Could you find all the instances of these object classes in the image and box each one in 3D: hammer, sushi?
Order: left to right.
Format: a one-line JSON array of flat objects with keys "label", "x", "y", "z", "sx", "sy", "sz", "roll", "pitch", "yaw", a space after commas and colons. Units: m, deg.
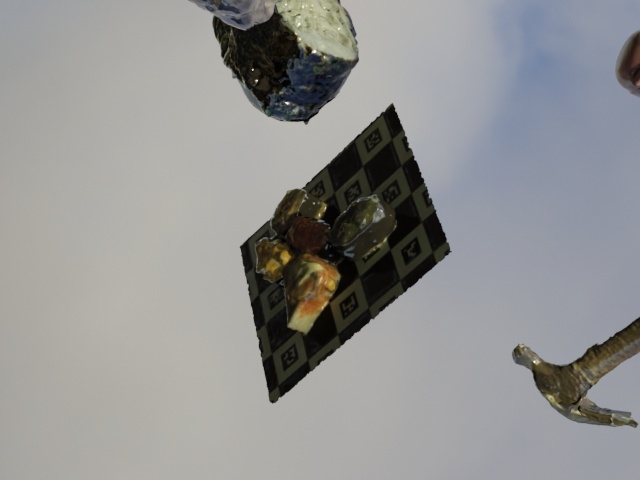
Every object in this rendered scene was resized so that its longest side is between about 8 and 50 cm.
[{"label": "sushi", "x": -0.046, "y": -0.234, "z": 1.492, "sx": 0.127, "sy": 0.124, "sz": 0.225, "roll": -50, "pitch": -137, "yaw": 34}, {"label": "sushi", "x": 0.000, "y": 0.000, "z": 1.956, "sx": 0.359, "sy": 0.064, "sz": 0.343, "roll": -42, "pitch": -142, "yaw": 23}, {"label": "hammer", "x": 0.299, "y": 0.058, "z": 1.136, "sx": 0.297, "sy": 0.125, "sz": 0.027, "roll": -43, "pitch": -171, "yaw": 31}]

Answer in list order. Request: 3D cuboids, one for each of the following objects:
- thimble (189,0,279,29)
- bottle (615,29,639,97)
[{"label": "thimble", "x": -0.049, "y": -0.218, "z": 0.872, "sx": 0.150, "sy": 0.098, "sz": 0.150, "roll": -57, "pitch": 176, "yaw": -7}, {"label": "bottle", "x": 0.493, "y": -0.197, "z": 1.741, "sx": 0.110, "sy": 0.233, "sz": 0.110, "roll": -158, "pitch": -90, "yaw": -83}]
